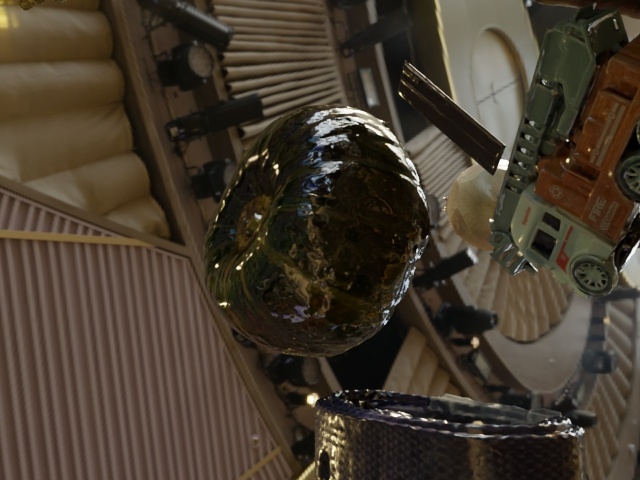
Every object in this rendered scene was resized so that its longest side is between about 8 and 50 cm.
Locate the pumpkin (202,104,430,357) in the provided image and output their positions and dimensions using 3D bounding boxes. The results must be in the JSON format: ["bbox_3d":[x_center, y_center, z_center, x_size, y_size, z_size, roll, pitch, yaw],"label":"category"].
[{"bbox_3d":[0.003,0.001,0.695,0.189,0.260,0.260,21,-111,-28],"label":"pumpkin"}]

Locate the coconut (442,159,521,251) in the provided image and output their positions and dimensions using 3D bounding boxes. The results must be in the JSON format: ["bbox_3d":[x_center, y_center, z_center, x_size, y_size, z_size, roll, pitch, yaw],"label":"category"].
[{"bbox_3d":[0.299,-0.062,1.205,0.183,0.171,0.170,-28,-72,-76],"label":"coconut"}]

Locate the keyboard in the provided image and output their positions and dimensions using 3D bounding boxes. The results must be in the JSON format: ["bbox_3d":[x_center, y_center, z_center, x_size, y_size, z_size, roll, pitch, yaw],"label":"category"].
[{"bbox_3d":[0.182,-0.175,0.976,0.011,0.202,0.067,-32,-27,-21],"label":"keyboard"}]

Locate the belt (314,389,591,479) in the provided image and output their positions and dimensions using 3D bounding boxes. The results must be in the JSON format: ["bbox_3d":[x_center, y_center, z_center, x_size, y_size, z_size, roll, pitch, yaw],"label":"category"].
[{"bbox_3d":[0.080,0.177,0.485,0.140,0.230,0.126,6,-99,-32],"label":"belt"}]

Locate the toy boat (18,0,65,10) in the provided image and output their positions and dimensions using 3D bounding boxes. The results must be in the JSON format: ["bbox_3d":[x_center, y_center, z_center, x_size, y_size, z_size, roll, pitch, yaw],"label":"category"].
[{"bbox_3d":[-0.210,-0.336,0.837,0.318,0.141,0.099,-9,-48,-13],"label":"toy boat"}]

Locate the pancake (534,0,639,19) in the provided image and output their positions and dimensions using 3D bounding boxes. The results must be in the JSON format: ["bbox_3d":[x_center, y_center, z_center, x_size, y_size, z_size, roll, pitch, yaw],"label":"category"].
[{"bbox_3d":[0.256,-0.357,0.696,0.427,0.305,0.067,37,-117,-14],"label":"pancake"}]

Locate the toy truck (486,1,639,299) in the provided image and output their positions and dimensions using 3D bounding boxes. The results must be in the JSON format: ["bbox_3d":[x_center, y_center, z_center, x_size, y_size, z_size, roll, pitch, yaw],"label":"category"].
[{"bbox_3d":[0.302,-0.080,0.775,0.133,0.184,0.338,-37,-31,-34],"label":"toy truck"}]
